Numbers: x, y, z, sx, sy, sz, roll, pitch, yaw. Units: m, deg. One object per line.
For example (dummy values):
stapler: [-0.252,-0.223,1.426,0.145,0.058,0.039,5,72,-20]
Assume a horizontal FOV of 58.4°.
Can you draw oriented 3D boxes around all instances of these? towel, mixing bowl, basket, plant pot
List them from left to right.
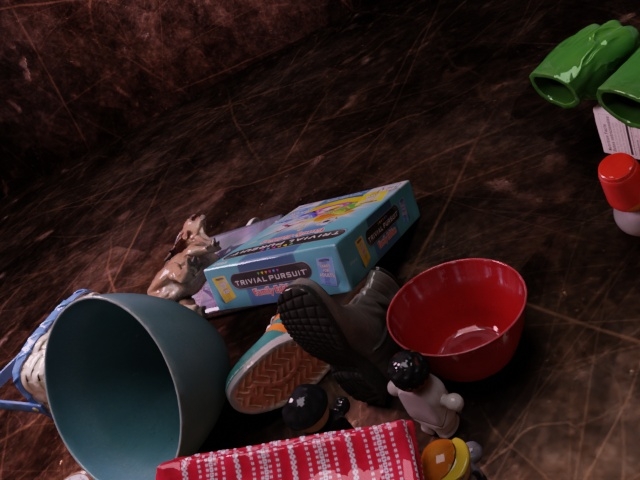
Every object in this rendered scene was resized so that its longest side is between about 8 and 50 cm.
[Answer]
basket: [-0.469,0.223,1.084,0.288,0.201,0.255,4,44,28]
plant pot: [-0.256,0.211,0.896,0.290,0.291,0.195,-11,1,31]
towel: [-0.034,0.279,0.522,0.274,0.031,0.199,-14,52,13]
mixing bowl: [0.188,0.116,0.747,0.181,0.098,0.181,-21,28,12]

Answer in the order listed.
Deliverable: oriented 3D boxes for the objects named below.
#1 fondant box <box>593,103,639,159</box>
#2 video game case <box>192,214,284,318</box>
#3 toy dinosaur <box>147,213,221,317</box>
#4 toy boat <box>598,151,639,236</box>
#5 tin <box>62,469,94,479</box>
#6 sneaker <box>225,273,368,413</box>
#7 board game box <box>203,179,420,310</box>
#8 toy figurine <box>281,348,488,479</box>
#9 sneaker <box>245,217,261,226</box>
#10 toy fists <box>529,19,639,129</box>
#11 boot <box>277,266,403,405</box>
fondant box: [0.619,-0.205,0.830,0.238,0.096,0.330,-39,32,-11]
video game case: [-0.196,0.065,1.196,0.274,0.026,0.196,-15,52,25]
toy dinosaur: [-0.266,0.069,1.093,0.200,0.127,0.296,-5,28,35]
toy boat: [0.489,-0.034,0.659,0.318,0.148,0.268,19,76,50]
tin: [-0.402,0.433,0.853,0.106,0.040,0.190,1,44,49]
sneaker: [-0.034,0.150,0.911,0.302,0.108,0.121,-36,29,-22]
board game box: [0.000,0.000,1.001,0.253,0.079,0.336,-12,15,31]
toy figurine: [0.069,0.238,0.637,0.209,0.148,0.213,-26,31,11]
sneaker: [-0.173,0.004,1.288,0.061,0.054,0.152,-15,35,32]
toy fists: [0.461,-0.256,0.870,0.142,0.096,0.279,-44,32,2]
boot: [0.046,0.094,0.775,0.083,0.247,0.161,-3,45,39]
